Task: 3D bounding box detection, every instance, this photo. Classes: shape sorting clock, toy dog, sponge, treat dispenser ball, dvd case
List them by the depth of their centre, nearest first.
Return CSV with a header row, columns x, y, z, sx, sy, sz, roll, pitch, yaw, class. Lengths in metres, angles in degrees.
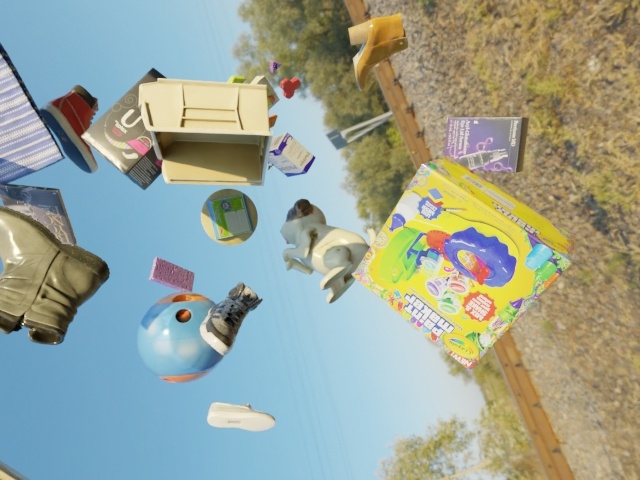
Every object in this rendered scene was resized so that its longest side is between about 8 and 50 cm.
x,y,z,sx,sy,sz,roll,pitch,yaw,class
-0.812,-0.064,1.248,0.018,0.165,0.221,-90,7,-48,dvd case
-0.437,0.310,1.398,0.288,0.288,0.288,-22,-90,-78,treat dispenser ball
-0.327,-0.085,1.564,0.040,0.206,0.206,-10,105,61,shape sorting clock
0.000,0.000,1.871,0.408,0.395,0.284,43,178,22,toy dog
-0.694,0.168,2.036,0.210,0.031,0.117,31,-139,-37,sponge

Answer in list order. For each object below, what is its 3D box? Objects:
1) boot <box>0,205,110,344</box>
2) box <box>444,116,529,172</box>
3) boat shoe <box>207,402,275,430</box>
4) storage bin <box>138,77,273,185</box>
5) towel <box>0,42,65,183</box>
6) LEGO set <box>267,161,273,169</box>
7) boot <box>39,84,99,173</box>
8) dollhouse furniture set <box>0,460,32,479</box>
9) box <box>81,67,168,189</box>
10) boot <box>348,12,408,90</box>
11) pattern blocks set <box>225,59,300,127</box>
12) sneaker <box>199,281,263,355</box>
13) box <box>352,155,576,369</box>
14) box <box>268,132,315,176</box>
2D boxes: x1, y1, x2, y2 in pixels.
x,y,z,sx,sy,sz,roll,pitch,yaw,class
-0.476,0.050,0.670,0.247,0.083,0.161,28,-141,-8,boot
0.471,-0.276,1.237,0.108,0.207,0.153,-18,-68,-54,box
-0.215,0.479,1.189,0.063,0.184,0.066,-99,17,-57,boat shoe
-0.252,-0.232,0.982,0.262,0.261,0.123,126,141,-71,storage bin
-0.873,-0.324,1.140,0.040,0.243,0.335,-123,10,-72,towel
-0.196,-0.262,1.429,0.023,0.083,0.054,91,-168,-52,LEGO set
-0.726,-0.345,1.345,0.244,0.088,0.176,79,-151,-44,boot
-0.709,0.665,0.969,0.302,0.197,0.151,31,-177,1,dollhouse furniture set
-0.472,-0.302,1.187,0.165,0.270,0.143,38,169,6,box
0.229,-0.709,1.654,0.295,0.211,0.104,69,-166,-59,boot
-0.229,-0.470,1.495,0.026,0.325,0.285,48,-164,26,pattern blocks set
-0.239,0.199,1.185,0.101,0.153,0.268,43,-178,-14,sneaker
0.273,0.034,0.852,0.290,0.279,0.177,38,-149,18,box
-0.112,-0.287,1.467,0.137,0.126,0.072,36,-108,-30,box
